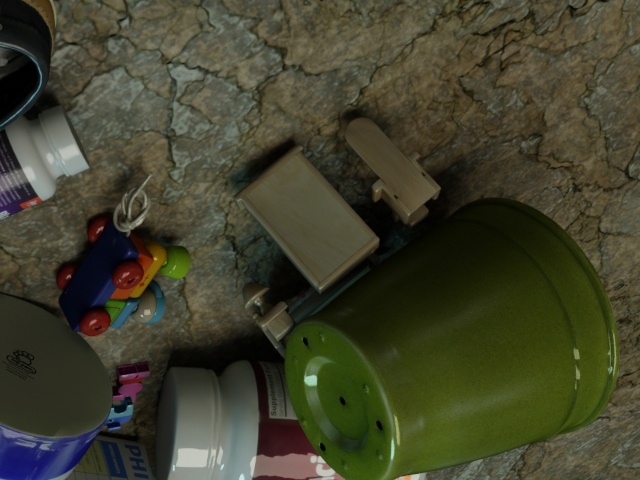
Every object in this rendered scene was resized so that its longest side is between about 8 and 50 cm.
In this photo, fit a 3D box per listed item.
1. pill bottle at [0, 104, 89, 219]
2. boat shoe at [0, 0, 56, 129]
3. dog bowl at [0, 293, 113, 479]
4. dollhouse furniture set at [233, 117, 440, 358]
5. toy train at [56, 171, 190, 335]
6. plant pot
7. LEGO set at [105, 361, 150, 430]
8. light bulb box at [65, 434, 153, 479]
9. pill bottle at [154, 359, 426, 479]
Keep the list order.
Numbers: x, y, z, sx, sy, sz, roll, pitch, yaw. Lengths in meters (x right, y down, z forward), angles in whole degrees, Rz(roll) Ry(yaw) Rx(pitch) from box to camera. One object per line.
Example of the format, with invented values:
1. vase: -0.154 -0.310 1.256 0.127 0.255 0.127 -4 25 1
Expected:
1. pill bottle: -0.368 -0.080 1.179 0.193 0.108 0.108 -24 138 -5
2. boat shoe: -0.488 -0.112 1.049 0.500 0.156 0.187 -29 140 1
3. dog bowl: -0.400 0.187 1.306 0.265 0.265 0.104 19 117 -40
4. dollhouse furniture set: 0.000 0.000 1.519 0.303 0.174 0.355 -39 169 -8
5. toy train: -0.229 0.018 1.369 0.143 0.105 0.248 10 126 -48
6. plant pot: 0.153 0.162 1.438 0.353 0.366 0.366 -20 139 -32
7. LEGO set: -0.360 0.260 1.534 0.227 0.087 0.093 -7 133 -22
8. light bulb box: -0.422 0.469 1.501 0.361 0.358 0.225 21 120 -40
9. pill bottle: -0.048 0.303 1.612 0.392 0.224 0.224 6 129 -17
